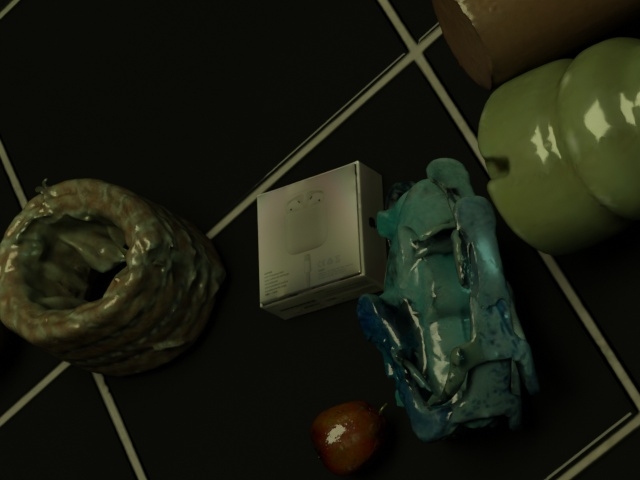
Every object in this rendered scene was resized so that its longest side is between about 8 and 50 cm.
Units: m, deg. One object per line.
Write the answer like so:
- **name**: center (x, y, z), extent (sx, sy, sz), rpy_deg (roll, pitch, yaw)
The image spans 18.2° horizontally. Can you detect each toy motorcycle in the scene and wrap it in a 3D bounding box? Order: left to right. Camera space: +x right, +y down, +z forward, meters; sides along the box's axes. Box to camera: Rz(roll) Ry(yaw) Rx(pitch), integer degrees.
- **toy motorcycle**: center (0.118, 0.055, 1.849), extent (0.206, 0.154, 0.260), rpy_deg (139, 122, -68)

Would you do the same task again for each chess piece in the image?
- **chess piece**: center (0.351, -0.131, 1.714), extent (0.442, 0.234, 0.234), rpy_deg (-23, 58, 37)

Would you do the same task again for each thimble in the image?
- **thimble**: center (-0.234, 0.041, 2.144), extent (0.229, 0.148, 0.196), rpy_deg (17, 83, 42)

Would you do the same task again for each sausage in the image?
- **sausage**: center (0.239, -0.245, 1.870), extent (0.253, 0.123, 0.123), rpy_deg (-26, 53, -4)

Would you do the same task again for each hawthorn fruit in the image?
- **hawthorn fruit**: center (0.029, 0.191, 1.934), extent (0.077, 0.077, 0.077), rpy_deg (-15, 62, 32)

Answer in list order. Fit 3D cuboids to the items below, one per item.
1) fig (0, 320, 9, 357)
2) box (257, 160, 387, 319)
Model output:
- **fig**: center (-0.428, 0.119, 2.286), extent (0.148, 0.186, 0.142), rpy_deg (41, 53, 21)
- **box**: center (0.000, 0.000, 2.048), extent (0.130, 0.051, 0.129), rpy_deg (-17, 61, 29)
